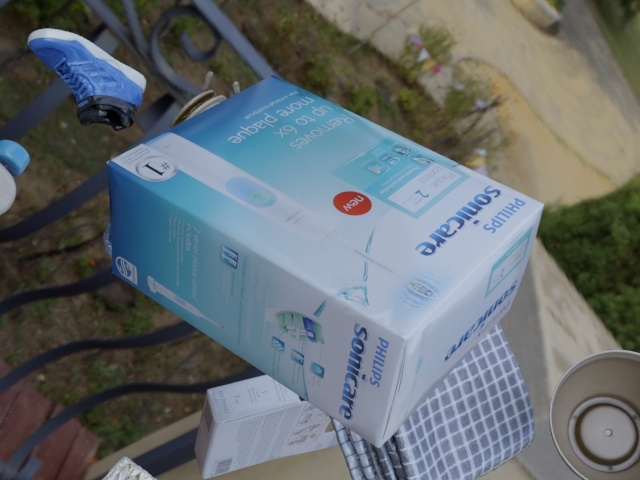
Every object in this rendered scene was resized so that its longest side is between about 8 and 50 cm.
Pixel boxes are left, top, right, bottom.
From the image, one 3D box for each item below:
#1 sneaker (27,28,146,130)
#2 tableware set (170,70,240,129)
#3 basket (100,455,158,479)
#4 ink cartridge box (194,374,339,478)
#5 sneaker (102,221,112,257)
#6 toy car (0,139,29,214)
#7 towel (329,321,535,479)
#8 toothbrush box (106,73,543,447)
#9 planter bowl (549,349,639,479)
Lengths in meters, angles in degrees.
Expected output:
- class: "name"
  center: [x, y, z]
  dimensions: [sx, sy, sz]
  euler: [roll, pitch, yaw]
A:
- class: "sneaker"
  center: [-0.283, -0.185, 1.101]
  dimensions: [0.152, 0.058, 0.084]
  euler: [27, 59, -36]
- class: "tableware set"
  center: [-0.163, -0.154, 1.229]
  dimensions: [0.039, 0.128, 0.194]
  euler: [47, -10, 6]
- class: "basket"
  center: [-0.238, 0.336, 1.035]
  dimensions: [0.103, 0.113, 0.167]
  euler: [41, 64, 1]
- class: "ink cartridge box"
  center: [-0.069, 0.299, 1.540]
  dimensions: [0.261, 0.296, 0.066]
  euler: [-10, 63, -18]
- class: "sneaker"
  center: [-0.138, 0.008, 1.076]
  dimensions: [0.125, 0.262, 0.104]
  euler: [-24, 114, -61]
- class: "toy car"
  center: [-0.734, -0.101, 1.819]
  dimensions: [0.210, 0.238, 0.219]
  euler: [38, 51, -24]
- class: "towel"
  center: [0.128, 0.164, 1.124]
  dimensions: [0.235, 0.121, 0.283]
  euler: [-20, 94, -34]
- class: "toothbrush box"
  center: [0.000, 0.000, 0.782]
  dimensions: [0.296, 0.126, 0.216]
  euler: [31, 44, 25]
- class: "planter bowl"
  center: [0.346, 0.220, 1.088]
  dimensions: [0.109, 0.162, 0.162]
  euler: [71, 0, -69]
